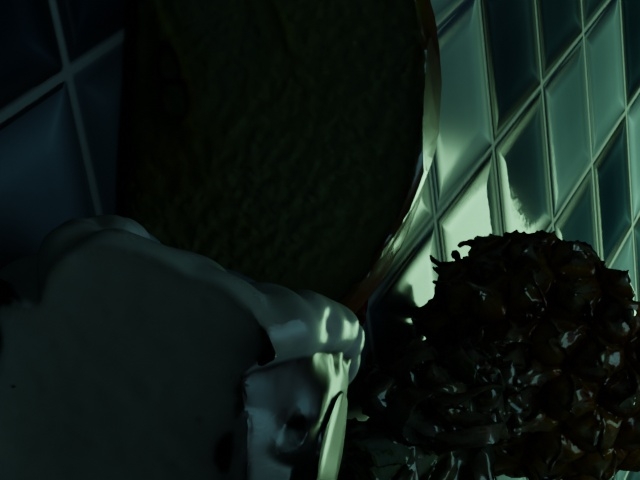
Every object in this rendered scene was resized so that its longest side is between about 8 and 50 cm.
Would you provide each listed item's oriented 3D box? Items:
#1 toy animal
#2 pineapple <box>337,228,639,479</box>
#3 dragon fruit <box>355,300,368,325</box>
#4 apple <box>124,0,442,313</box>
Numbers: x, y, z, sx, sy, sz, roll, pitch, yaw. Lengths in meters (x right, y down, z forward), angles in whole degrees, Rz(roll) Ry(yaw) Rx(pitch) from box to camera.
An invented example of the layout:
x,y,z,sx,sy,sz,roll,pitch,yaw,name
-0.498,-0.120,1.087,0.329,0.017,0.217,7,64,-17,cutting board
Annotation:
x,y,z,sx,sy,sz,roll,pitch,yaw,name
-0.087,0.088,0.803,0.156,0.204,0.208,-43,152,-74,toy animal
0.110,0.145,1.250,0.271,0.262,0.263,-27,120,-42,pineapple
0.000,0.000,1.115,0.106,0.083,0.162,89,0,-57,dragon fruit
-0.031,-0.067,0.943,0.254,0.179,0.346,-173,-92,-77,apple
